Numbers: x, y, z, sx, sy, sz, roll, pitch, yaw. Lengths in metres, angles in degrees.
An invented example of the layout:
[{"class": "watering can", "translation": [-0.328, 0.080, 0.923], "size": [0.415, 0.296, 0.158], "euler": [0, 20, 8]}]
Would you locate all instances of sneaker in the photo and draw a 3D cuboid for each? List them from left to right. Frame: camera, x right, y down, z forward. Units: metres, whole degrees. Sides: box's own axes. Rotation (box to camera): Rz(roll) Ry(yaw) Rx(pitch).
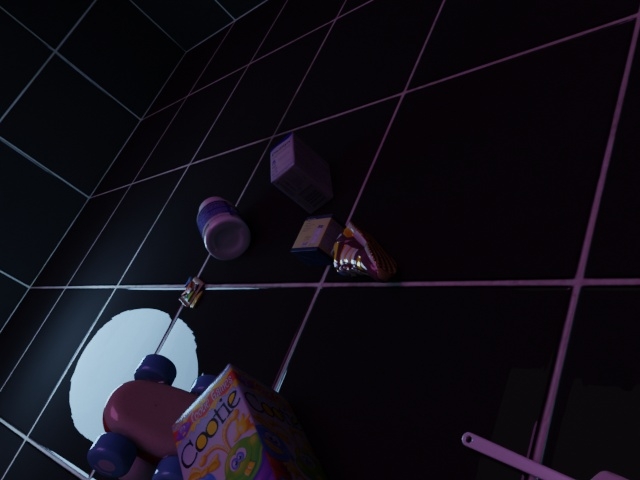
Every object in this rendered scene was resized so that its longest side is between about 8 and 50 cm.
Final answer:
[{"class": "sneaker", "translation": [0.071, 0.040, 1.019], "size": [0.084, 0.069, 0.185], "euler": [-53, 24, 13]}]

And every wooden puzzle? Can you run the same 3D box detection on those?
[{"class": "wooden puzzle", "translation": [-0.325, 0.127, 1.463], "size": [0.116, 0.014, 0.079], "euler": [13, 68, 56]}]

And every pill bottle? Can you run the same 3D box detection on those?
[{"class": "pill bottle", "translation": [-0.246, -0.039, 1.445], "size": [0.112, 0.112, 0.187], "euler": [-47, 32, 5]}]

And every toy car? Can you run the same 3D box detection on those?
[{"class": "toy car", "translation": [-0.301, 0.378, 1.061], "size": [0.219, 0.210, 0.238], "euler": [-75, 8, -55]}]

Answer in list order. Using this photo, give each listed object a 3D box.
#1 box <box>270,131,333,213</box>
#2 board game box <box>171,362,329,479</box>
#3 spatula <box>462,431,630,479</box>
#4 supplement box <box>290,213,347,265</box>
[{"class": "box", "translation": [-0.043, -0.150, 1.293], "size": [0.072, 0.126, 0.137], "euler": [-37, 33, 24]}, {"class": "board game box", "translation": [-0.095, 0.333, 0.837], "size": [0.142, 0.144, 0.275], "euler": [-48, 32, 2]}, {"class": "spatula", "translation": [0.221, 0.299, 0.601], "size": [0.242, 0.019, 0.168], "euler": [7, 68, 55]}, {"class": "supplement box", "translation": [0.000, 0.000, 1.148], "size": [0.083, 0.056, 0.083], "euler": [-4, 54, 50]}]
